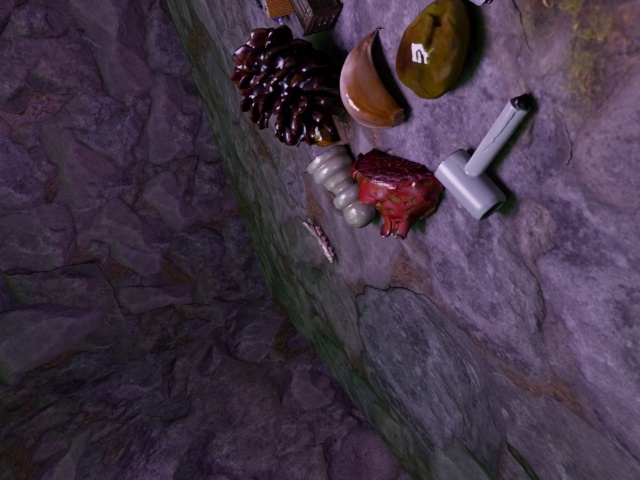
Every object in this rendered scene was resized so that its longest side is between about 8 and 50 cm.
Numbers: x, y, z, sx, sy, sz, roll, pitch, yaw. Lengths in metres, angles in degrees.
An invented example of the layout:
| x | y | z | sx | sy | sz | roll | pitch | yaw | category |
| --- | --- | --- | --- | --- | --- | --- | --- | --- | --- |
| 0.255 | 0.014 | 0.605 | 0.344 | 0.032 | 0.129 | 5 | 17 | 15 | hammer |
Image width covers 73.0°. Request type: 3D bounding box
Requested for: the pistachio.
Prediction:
| x | y | z | sx | sy | sz | roll | pitch | yaw | category |
| --- | --- | --- | --- | --- | --- | --- | --- | --- | --- |
| 0.193 | -0.312 | 0.745 | 0.110 | 0.100 | 0.189 | 62 | 161 | 22 | pistachio |

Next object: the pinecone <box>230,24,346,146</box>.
| x | y | z | sx | sy | sz | roll | pitch | yaw | category |
| --- | --- | --- | --- | --- | --- | --- | --- | --- | --- |
| -0.073 | -0.376 | 1.107 | 0.296 | 0.242 | 0.298 | 37 | 175 | 10 | pinecone |

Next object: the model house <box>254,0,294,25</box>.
| x | y | z | sx | sy | sz | roll | pitch | yaw | category |
| --- | --- | --- | --- | --- | --- | --- | --- | --- | --- |
| -0.131 | -0.656 | 1.206 | 0.100 | 0.087 | 0.100 | 66 | 166 | -2 | model house |

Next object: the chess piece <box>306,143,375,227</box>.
| x | y | z | sx | sy | sz | roll | pitch | yaw | category |
| --- | --- | --- | --- | --- | --- | --- | --- | --- | --- |
| 0.074 | -0.147 | 1.279 | 0.243 | 0.133 | 0.133 | 59 | 162 | 2 | chess piece |

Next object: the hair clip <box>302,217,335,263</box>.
| x | y | z | sx | sy | sz | roll | pitch | yaw | category |
| --- | --- | --- | --- | --- | --- | --- | --- | --- | --- |
| 0.005 | -0.003 | 1.780 | 0.214 | 0.056 | 0.062 | 54 | 145 | 5 | hair clip |

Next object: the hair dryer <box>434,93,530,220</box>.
| x | y | z | sx | sy | sz | roll | pitch | yaw | category |
| --- | --- | --- | --- | --- | --- | --- | --- | --- | --- |
| 0.301 | -0.150 | 0.752 | 0.131 | 0.073 | 0.236 | 55 | 151 | 23 | hair dryer |

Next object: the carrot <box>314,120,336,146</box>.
| x | y | z | sx | sy | sz | roll | pitch | yaw | category |
| --- | --- | --- | --- | --- | --- | --- | --- | --- | --- |
| -0.015 | -0.361 | 1.292 | 0.173 | 0.082 | 0.082 | 69 | 162 | -3 | carrot |

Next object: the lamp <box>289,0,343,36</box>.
| x | y | z | sx | sy | sz | roll | pitch | yaw | category |
| --- | --- | --- | --- | --- | --- | --- | --- | --- | --- |
| -0.064 | -0.656 | 1.021 | 0.325 | 0.090 | 0.089 | 63 | 161 | 1 | lamp |

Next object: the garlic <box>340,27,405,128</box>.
| x | y | z | sx | sy | sz | roll | pitch | yaw | category |
| --- | --- | --- | --- | --- | --- | --- | --- | --- | --- |
| 0.097 | -0.338 | 0.961 | 0.128 | 0.115 | 0.207 | -162 | 52 | -74 | garlic |

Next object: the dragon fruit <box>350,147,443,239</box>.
| x | y | z | sx | sy | sz | roll | pitch | yaw | category |
| --- | --- | --- | --- | --- | --- | --- | --- | --- | --- |
| 0.172 | -0.094 | 1.050 | 0.262 | 0.134 | 0.212 | 36 | 150 | 56 | dragon fruit |

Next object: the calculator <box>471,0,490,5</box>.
| x | y | z | sx | sy | sz | roll | pitch | yaw | category |
| --- | --- | --- | --- | --- | --- | --- | --- | --- | --- |
| 0.184 | -0.489 | 0.659 | 0.262 | 0.021 | 0.161 | 52 | 158 | 32 | calculator |
